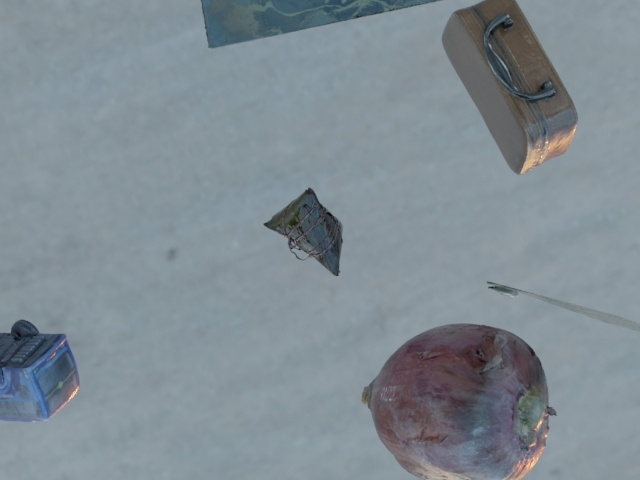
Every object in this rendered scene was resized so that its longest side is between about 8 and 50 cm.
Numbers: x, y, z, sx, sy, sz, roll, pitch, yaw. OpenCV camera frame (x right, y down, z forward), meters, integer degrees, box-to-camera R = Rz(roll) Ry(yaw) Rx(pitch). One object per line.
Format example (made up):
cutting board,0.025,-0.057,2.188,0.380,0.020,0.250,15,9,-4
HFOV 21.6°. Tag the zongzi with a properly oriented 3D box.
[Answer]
zongzi,0.000,0.000,1.584,0.083,0.073,0.067,24,130,-38

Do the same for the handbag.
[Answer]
handbag,0.215,-0.180,1.899,0.072,0.193,0.151,-24,170,-9

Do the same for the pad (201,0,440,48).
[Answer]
pad,0.072,-0.294,1.329,0.367,0.007,0.248,-12,125,-4

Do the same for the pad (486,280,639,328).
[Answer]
pad,0.301,0.085,1.741,0.265,0.159,0.009,18,87,-51

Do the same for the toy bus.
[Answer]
toy bus,-0.365,0.143,1.826,0.236,0.079,0.094,-1,127,35

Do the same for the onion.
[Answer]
onion,0.111,0.150,1.516,0.195,0.159,0.159,-2,167,39
